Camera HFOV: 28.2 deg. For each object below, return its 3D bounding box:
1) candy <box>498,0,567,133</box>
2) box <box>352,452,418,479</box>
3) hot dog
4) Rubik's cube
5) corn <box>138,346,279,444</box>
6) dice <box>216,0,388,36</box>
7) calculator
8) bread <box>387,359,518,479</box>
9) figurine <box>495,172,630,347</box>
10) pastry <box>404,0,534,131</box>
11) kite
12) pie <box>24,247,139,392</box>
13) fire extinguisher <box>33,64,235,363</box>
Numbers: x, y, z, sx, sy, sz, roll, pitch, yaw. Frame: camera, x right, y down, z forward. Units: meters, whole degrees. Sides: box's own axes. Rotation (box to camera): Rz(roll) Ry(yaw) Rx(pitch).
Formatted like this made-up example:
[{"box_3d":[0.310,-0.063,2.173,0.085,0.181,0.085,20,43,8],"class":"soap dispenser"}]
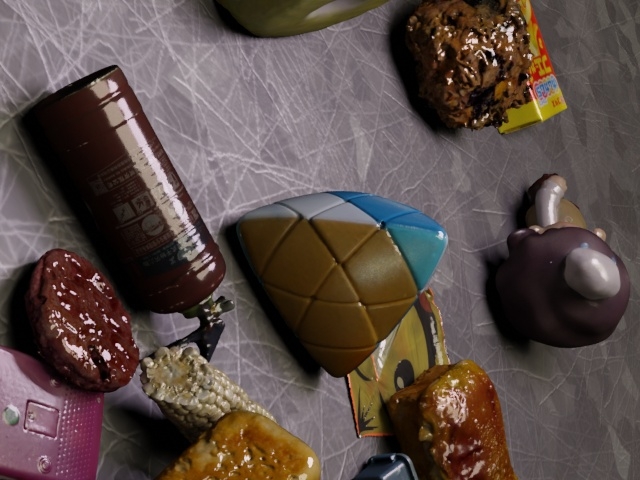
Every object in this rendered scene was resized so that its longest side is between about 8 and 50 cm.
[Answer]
[{"box_3d":[0.334,-0.337,2.255,0.146,0.088,0.276,-26,98,-58],"class":"candy"},{"box_3d":[0.085,0.323,1.603,0.054,0.074,0.099,-25,96,-43],"class":"box"},{"box_3d":[-0.118,0.289,1.223,0.150,0.153,0.256,37,50,13],"class":"hot dog"},{"box_3d":[0.000,0.000,1.583,0.254,0.254,0.254,29,52,-47],"class":"Rubik's cube"},{"box_3d":[-0.108,0.179,1.332,0.211,0.087,0.087,58,32,-51],"class":"corn"},{"box_3d":[-0.011,-0.410,1.657,0.238,0.227,0.233,-18,88,-56],"class":"dice"},{"box_3d":[-0.274,0.166,1.178,0.190,0.034,0.127,30,53,-45],"class":"calculator"},{"box_3d":[0.211,0.357,1.733,0.185,0.109,0.380,-32,106,-55],"class":"bread"},{"box_3d":[0.416,0.025,2.100,0.365,0.206,0.218,-62,140,-50],"class":"figurine"},{"box_3d":[0.255,-0.301,2.025,0.275,0.193,0.275,33,48,-46],"class":"pastry"},{"box_3d":[0.100,0.148,1.752,0.377,0.013,0.327,57,36,-27],"class":"kite"},{"box_3d":[-0.233,0.080,1.245,0.153,0.038,0.153,49,21,-25],"class":"pie"},{"box_3d":[-0.188,-0.002,1.335,0.138,0.102,0.344,-33,107,-23],"class":"fire extinguisher"}]
